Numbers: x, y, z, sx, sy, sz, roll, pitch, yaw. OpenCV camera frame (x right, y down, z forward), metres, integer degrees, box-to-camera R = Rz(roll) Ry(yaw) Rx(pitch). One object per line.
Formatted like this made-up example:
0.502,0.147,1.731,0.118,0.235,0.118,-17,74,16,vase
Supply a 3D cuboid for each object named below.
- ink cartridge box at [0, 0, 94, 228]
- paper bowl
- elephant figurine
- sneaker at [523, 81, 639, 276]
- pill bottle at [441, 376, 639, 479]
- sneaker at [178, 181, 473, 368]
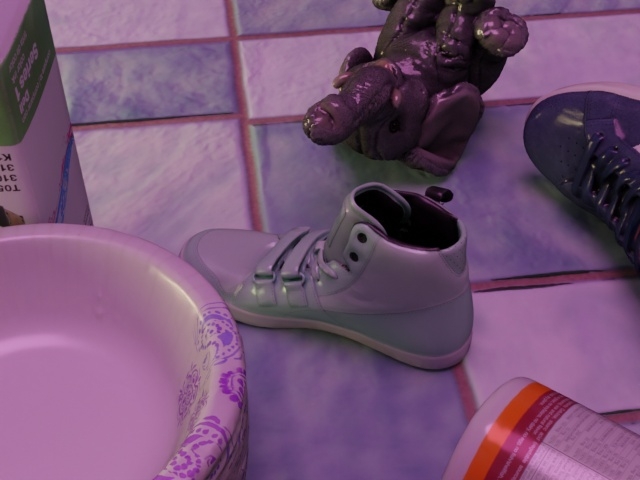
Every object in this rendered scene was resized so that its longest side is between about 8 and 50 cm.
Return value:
-0.294,-0.049,0.776,0.201,0.278,0.117,1,45,1,ink cartridge box
-0.186,0.131,0.669,0.284,0.148,0.284,0,41,0,paper bowl
0.072,-0.137,0.978,0.239,0.186,0.169,-57,26,-16,elephant figurine
0.285,-0.014,0.842,0.148,0.131,0.350,-28,49,-34,sneaker
0.189,0.183,0.629,0.221,0.121,0.121,27,48,27,pill bottle
0.001,0.000,0.814,0.255,0.151,0.094,14,45,17,sneaker
